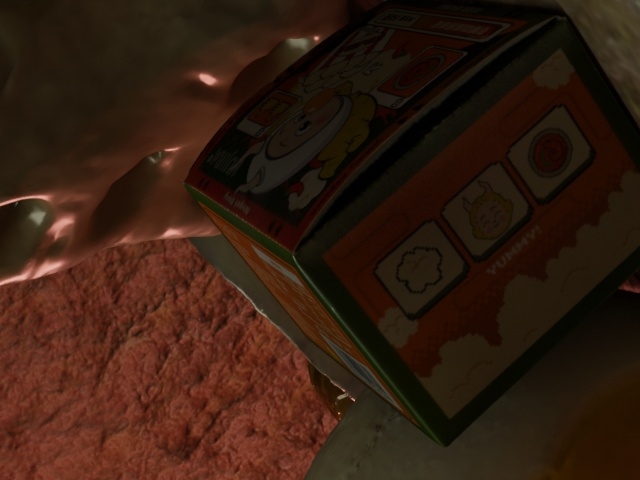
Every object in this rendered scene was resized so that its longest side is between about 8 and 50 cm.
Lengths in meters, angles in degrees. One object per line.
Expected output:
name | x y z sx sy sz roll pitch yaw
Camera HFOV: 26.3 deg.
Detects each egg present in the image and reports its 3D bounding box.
egg | -0.002 -0.002 1.215 0.271 0.162 0.206 45 -179 26
egg | 0.147 0.126 0.810 0.337 0.201 0.337 9 179 0

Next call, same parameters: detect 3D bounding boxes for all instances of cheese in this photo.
cheese | -0.125 -0.067 0.906 0.129 0.351 0.328 53 177 20

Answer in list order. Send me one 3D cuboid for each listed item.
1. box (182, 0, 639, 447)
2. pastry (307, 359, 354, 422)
box | 0.051 -0.025 0.741 0.148 0.177 0.195 51 172 -22
pastry | 0.108 0.197 1.588 0.255 0.162 0.311 52 174 -14
